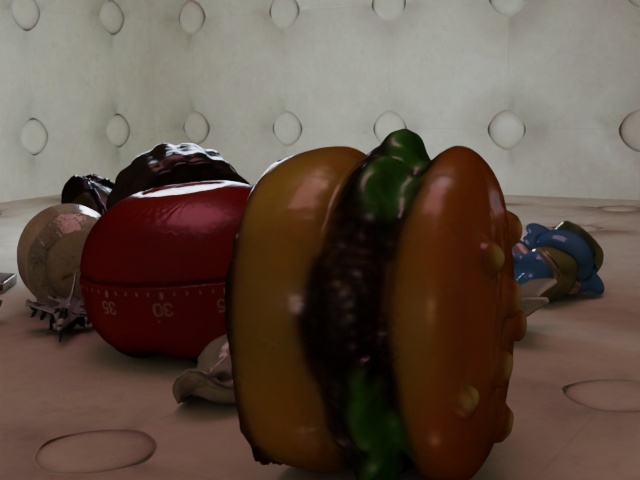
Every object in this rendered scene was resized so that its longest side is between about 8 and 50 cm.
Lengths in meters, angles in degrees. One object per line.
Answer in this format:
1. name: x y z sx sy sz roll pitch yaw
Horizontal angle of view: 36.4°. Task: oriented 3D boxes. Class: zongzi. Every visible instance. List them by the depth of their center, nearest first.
1. zongzi: -0.451 -0.035 2.362 0.317 0.154 0.289 6 43 -36

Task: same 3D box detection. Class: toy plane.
1. toy plane: -0.459 0.137 1.757 0.160 0.082 0.234 8 22 -9

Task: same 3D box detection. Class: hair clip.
1. hair clip: 0.258 0.116 1.694 0.282 0.113 0.172 7 11 16

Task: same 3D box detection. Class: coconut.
1. coconut: -0.503 0.034 1.966 0.224 0.224 0.234 -6 4 -28

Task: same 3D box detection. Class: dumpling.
1. dumpling: -0.131 0.187 1.364 0.134 0.100 0.169 -40 5 42

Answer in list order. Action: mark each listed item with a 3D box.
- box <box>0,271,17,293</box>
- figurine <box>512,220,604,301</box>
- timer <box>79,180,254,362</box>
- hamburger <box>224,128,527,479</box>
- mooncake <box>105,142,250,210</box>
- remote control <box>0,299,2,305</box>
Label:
1. box: -0.787 0.096 2.160 0.198 0.029 0.109 -2 9 -1
2. figurine: 0.459 0.042 1.962 0.262 0.153 0.180 -3 20 -37
3. timer: -0.210 0.046 1.630 0.378 0.279 0.378 -4 10 1
4. hamburger: 0.089 0.069 1.094 0.277 0.395 0.396 1 9 18
5. mooncake: -0.296 -0.047 2.113 0.324 0.324 0.187 -5 16 -20
6. remote control: -0.688 0.150 1.781 0.073 0.044 0.229 2 17 41
